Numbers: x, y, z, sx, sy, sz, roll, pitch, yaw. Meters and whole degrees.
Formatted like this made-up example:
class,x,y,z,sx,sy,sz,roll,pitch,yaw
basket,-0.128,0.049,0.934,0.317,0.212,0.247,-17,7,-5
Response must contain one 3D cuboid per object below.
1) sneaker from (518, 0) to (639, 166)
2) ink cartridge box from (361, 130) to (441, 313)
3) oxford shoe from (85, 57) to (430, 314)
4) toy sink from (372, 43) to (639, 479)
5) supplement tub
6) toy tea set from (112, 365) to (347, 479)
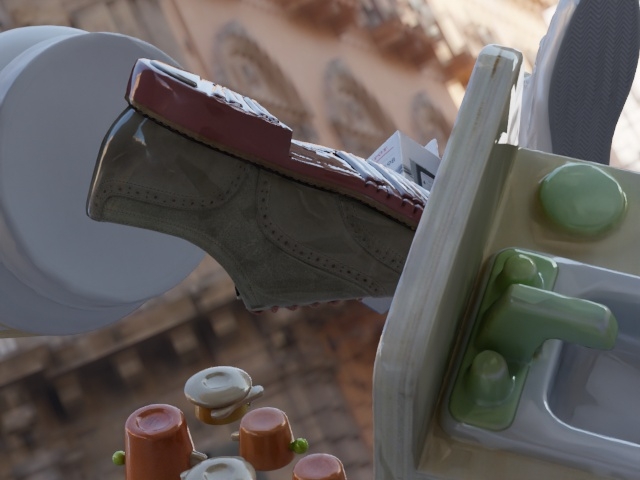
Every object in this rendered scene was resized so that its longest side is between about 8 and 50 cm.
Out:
class,x,y,z,sx,sy,sz,roll,pitch,yaw
sneaker,0.209,-0.148,1.753,0.108,0.169,0.292,-12,-54,-27
ink cartridge box,0.066,-0.029,1.766,0.060,0.180,0.104,32,-59,-26
oxford shoe,0.000,0.000,1.287,0.130,0.348,0.123,-62,14,7
toy sink,0.104,0.061,0.703,0.131,0.153,0.234,13,-35,12
supplement tub,-0.251,-0.041,1.468,0.241,0.241,0.331,-11,2,-38
toy tea set,-0.103,0.289,2.230,0.200,0.336,0.124,-23,-56,-27
